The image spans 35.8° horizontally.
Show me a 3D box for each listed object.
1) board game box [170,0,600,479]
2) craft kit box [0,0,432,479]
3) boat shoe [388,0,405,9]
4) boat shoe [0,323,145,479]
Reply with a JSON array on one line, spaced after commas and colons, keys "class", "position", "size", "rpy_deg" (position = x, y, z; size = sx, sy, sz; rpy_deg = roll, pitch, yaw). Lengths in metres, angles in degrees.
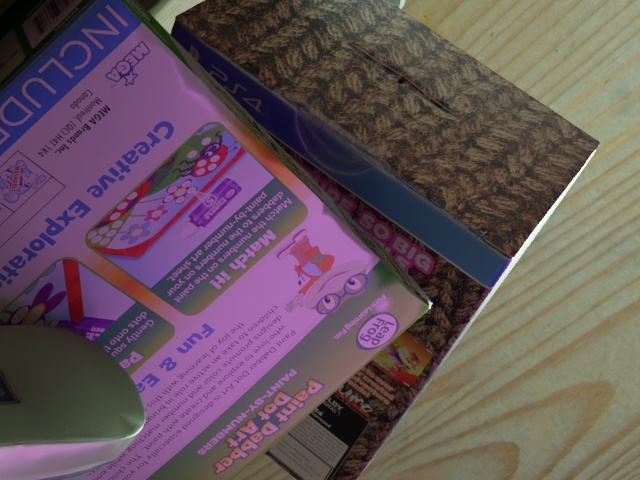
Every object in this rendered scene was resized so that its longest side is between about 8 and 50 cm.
[{"class": "board game box", "position": [0.000, 0.000, 0.674], "size": [0.141, 0.232, 0.291], "rpy_deg": [-43, 166, -44]}, {"class": "craft kit box", "position": [-0.107, 0.042, 0.444], "size": [0.250, 0.246, 0.061], "rpy_deg": [-41, -138, 5]}, {"class": "boat shoe", "position": [0.043, -0.305, 1.077], "size": [0.095, 0.112, 0.335], "rpy_deg": [-26, 180, -8]}, {"class": "boat shoe", "position": [-0.158, 0.073, 0.326], "size": [0.081, 0.079, 0.227], "rpy_deg": [-49, 150, 19]}]
